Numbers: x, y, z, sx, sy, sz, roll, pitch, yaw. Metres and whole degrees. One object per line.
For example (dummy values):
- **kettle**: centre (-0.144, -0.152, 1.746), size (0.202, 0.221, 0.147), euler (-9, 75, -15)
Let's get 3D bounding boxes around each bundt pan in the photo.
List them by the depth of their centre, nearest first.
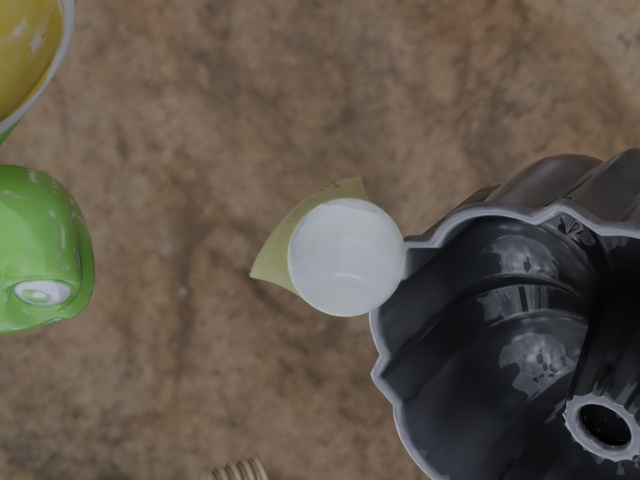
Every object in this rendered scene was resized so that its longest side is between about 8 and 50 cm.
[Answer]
- **bundt pan**: centre (0.199, 0.077, 1.203), size (0.331, 0.124, 0.331), euler (22, 137, 21)

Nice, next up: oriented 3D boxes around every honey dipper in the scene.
- **honey dipper**: centre (-0.110, 0.166, 1.188), size (0.030, 0.161, 0.030), euler (166, 90, -71)

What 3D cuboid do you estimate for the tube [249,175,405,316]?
- **tube**: centre (0.000, 0.000, 1.089), size (0.070, 0.240, 0.062), euler (0, 94, -5)

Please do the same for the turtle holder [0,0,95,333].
- **turtle holder**: centre (-0.219, -0.121, 0.864), size (0.227, 0.243, 0.320), euler (155, 119, -68)
